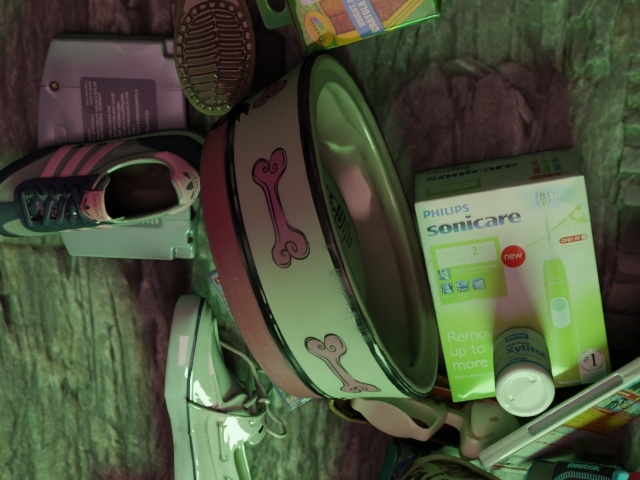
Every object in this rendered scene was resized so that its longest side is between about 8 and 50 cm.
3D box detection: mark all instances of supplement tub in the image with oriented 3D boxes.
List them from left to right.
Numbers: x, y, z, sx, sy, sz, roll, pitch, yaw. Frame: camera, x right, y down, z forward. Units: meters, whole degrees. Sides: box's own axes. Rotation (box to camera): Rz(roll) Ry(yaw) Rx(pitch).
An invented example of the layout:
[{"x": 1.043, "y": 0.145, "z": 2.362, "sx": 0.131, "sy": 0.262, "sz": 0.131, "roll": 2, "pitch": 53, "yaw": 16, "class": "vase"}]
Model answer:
[{"x": 0.243, "y": 0.157, "z": 1.419, "sx": 0.071, "sy": 0.107, "sz": 0.071, "roll": 2, "pitch": 113, "yaw": 5, "class": "supplement tub"}]

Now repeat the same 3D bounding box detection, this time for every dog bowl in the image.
[{"x": 0.000, "y": 0.000, "z": 1.355, "sx": 0.150, "sy": 0.408, "sz": 0.407, "roll": -17, "pitch": 110, "yaw": 16, "class": "dog bowl"}]

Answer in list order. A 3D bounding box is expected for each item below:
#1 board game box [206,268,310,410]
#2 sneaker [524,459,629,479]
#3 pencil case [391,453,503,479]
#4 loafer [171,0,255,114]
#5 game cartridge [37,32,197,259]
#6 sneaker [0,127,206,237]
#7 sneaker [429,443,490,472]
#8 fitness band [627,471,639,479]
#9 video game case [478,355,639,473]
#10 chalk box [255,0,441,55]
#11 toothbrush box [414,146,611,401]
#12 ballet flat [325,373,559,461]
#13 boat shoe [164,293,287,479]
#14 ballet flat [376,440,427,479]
[{"x": -0.064, "y": 0.088, "z": 1.512, "sx": 0.060, "sy": 0.194, "sz": 0.194, "roll": -30, "pitch": 107, "yaw": 12, "class": "board game box"}, {"x": 0.394, "y": 0.428, "z": 1.551, "sx": 0.140, "sy": 0.125, "sz": 0.340, "roll": -15, "pitch": 120, "yaw": 39, "class": "sneaker"}, {"x": 0.109, "y": 0.456, "z": 1.597, "sx": 0.184, "sy": 0.159, "sz": 0.410, "roll": -3, "pitch": 139, "yaw": -24, "class": "pencil case"}, {"x": -0.129, "y": -0.286, "z": 1.414, "sx": 0.102, "sy": 0.092, "sz": 0.268, "roll": -2, "pitch": 108, "yaw": 3, "class": "loafer"}, {"x": -0.262, "y": -0.120, "z": 1.523, "sx": 0.198, "sy": 0.062, "sz": 0.297, "roll": 5, "pitch": 113, "yaw": 9, "class": "game cartridge"}, {"x": -0.289, "y": -0.061, "z": 1.451, "sx": 0.319, "sy": 0.131, "sz": 0.112, "roll": -15, "pitch": 110, "yaw": 12, "class": "sneaker"}, {"x": 0.217, "y": 0.365, "z": 1.655, "sx": 0.071, "sy": 0.083, "sz": 0.190, "roll": -31, "pitch": 105, "yaw": 19, "class": "sneaker"}, {"x": 0.470, "y": 0.401, "z": 1.605, "sx": 0.291, "sy": 0.054, "sz": 0.209, "roll": -9, "pitch": 125, "yaw": 37, "class": "fitness band"}, {"x": 0.362, "y": 0.224, "z": 1.535, "sx": 0.285, "sy": 0.204, "sz": 0.025, "roll": -35, "pitch": 63, "yaw": 18, "class": "video game case"}, {"x": 0.023, "y": -0.304, "z": 1.370, "sx": 0.213, "sy": 0.132, "sz": 0.132, "roll": -16, "pitch": 109, "yaw": 12, "class": "chalk box"}, {"x": 0.244, "y": 0.044, "z": 1.498, "sx": 0.206, "sy": 0.122, "sz": 0.283, "roll": -9, "pitch": 110, "yaw": 9, "class": "toothbrush box"}, {"x": 0.160, "y": 0.233, "z": 1.583, "sx": 0.343, "sy": 0.124, "sz": 0.116, "roll": 16, "pitch": 114, "yaw": -1, "class": "ballet flat"}, {"x": -0.122, "y": 0.239, "z": 1.612, "sx": 0.157, "sy": 0.136, "sz": 0.367, "roll": 2, "pitch": 115, "yaw": 6, "class": "boat shoe"}, {"x": 0.101, "y": 0.371, "z": 1.683, "sx": 0.070, "sy": 0.070, "sz": 0.188, "roll": 23, "pitch": 116, "yaw": -3, "class": "ballet flat"}]
